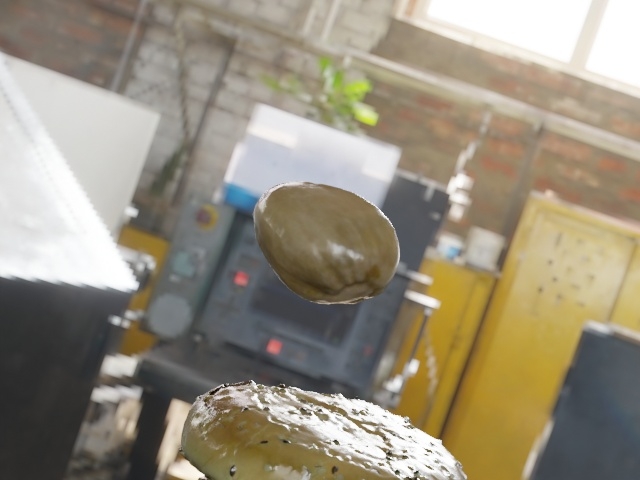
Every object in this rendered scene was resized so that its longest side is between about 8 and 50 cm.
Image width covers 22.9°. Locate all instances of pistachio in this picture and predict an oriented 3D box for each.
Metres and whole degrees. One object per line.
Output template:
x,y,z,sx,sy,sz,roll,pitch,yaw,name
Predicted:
0.000,0.000,1.684,0.185,0.126,0.108,29,-7,29,pistachio

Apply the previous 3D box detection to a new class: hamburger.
0.012,0.284,1.629,0.318,0.195,0.277,14,9,-26,hamburger
